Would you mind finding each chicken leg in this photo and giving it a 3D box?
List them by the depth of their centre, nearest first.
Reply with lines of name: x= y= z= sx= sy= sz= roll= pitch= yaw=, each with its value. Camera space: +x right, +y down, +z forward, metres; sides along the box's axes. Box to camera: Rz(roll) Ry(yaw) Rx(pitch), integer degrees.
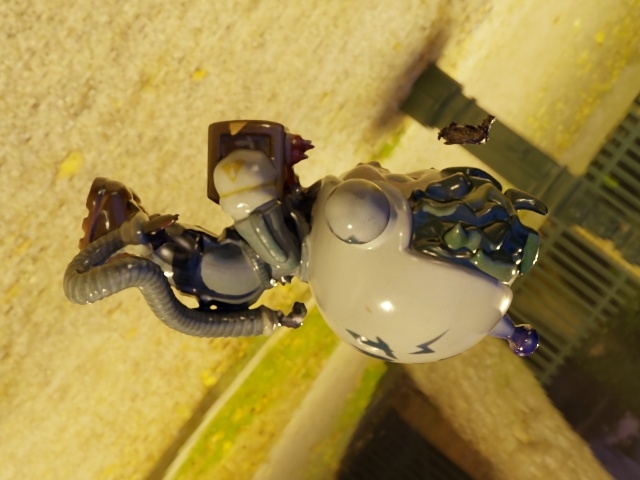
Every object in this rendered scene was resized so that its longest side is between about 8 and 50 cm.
chicken leg: x=0.173 y=-0.124 z=1.285 sx=0.083 sy=0.036 sz=0.021 roll=-15 pitch=146 yaw=-23

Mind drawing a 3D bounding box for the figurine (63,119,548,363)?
figurine: x=0.000 y=-0.002 z=0.935 sx=0.261 sy=0.381 sz=0.186 roll=-76 pitch=175 yaw=-80
